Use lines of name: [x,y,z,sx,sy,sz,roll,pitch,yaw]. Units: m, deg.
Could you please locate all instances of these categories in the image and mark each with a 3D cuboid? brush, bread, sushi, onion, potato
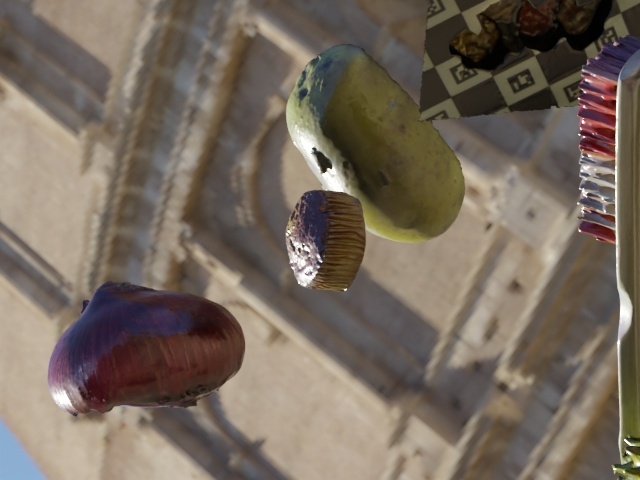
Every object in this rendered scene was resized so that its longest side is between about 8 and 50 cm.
brush: [0.192,0.014,0.962,0.060,0.050,0.321,-38,-44,-30]
bread: [0.000,0.000,1.236,0.053,0.085,0.085,3,-50,-19]
sushi: [0.241,-0.247,1.605,0.290,0.050,0.264,-8,-44,-9]
onion: [-0.217,0.137,1.906,0.248,0.248,0.161,-30,-58,-41]
potato: [0.058,-0.094,1.879,0.160,0.272,0.111,-31,19,29]

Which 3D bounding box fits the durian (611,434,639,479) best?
durian: [0.290,0.181,0.967,0.176,0.237,0.200,-27,5,31]
